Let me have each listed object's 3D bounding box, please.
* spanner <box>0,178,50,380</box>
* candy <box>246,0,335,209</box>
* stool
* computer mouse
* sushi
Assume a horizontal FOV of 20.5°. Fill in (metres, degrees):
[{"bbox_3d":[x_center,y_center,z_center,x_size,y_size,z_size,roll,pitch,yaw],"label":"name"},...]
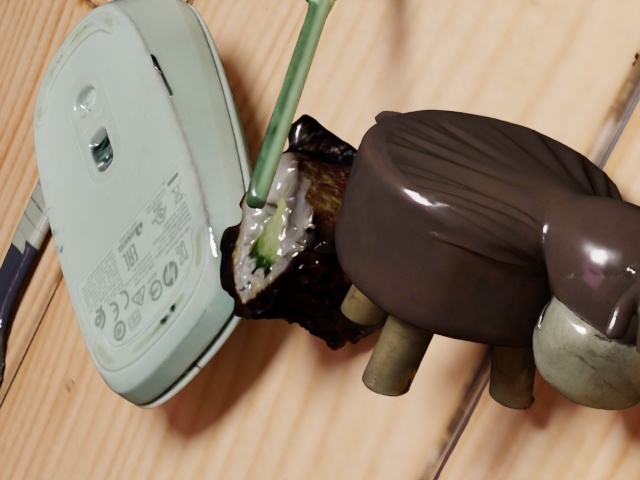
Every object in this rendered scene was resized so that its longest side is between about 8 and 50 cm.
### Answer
[{"bbox_3d":[-0.221,0.002,1.364,0.087,0.024,0.316,38,103,56],"label":"spanner"},{"bbox_3d":[-0.004,-0.135,0.986,0.091,0.083,0.305,-7,48,30],"label":"candy"},{"bbox_3d":[0.086,0.017,0.801,0.217,0.125,0.121,35,121,39],"label":"stool"},{"bbox_3d":[-0.097,-0.033,1.122,0.159,0.097,0.288,-46,50,30],"label":"computer mouse"},{"bbox_3d":[0.000,0.001,0.964,0.094,0.084,0.098,-46,34,39],"label":"sushi"}]
